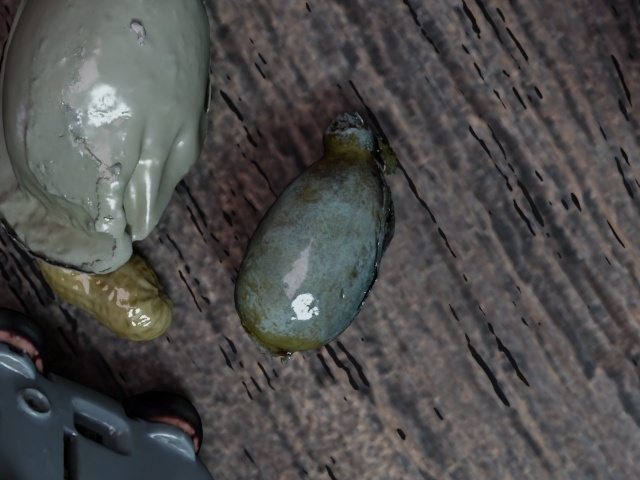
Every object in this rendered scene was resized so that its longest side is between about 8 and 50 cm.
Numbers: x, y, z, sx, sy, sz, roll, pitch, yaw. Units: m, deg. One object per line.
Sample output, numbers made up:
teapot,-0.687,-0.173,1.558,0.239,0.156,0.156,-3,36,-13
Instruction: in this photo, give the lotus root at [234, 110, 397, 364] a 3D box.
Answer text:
lotus root,0.002,0.001,0.775,0.088,0.088,0.165,27,90,1

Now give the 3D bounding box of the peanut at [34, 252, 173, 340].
peanut,-0.145,0.023,0.806,0.113,0.054,0.054,37,100,-1

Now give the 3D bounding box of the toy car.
toy car,-0.192,0.192,0.750,0.270,0.181,0.212,33,113,-30

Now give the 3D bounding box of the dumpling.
dumpling,-0.144,-0.104,0.753,0.172,0.142,0.247,8,85,35
